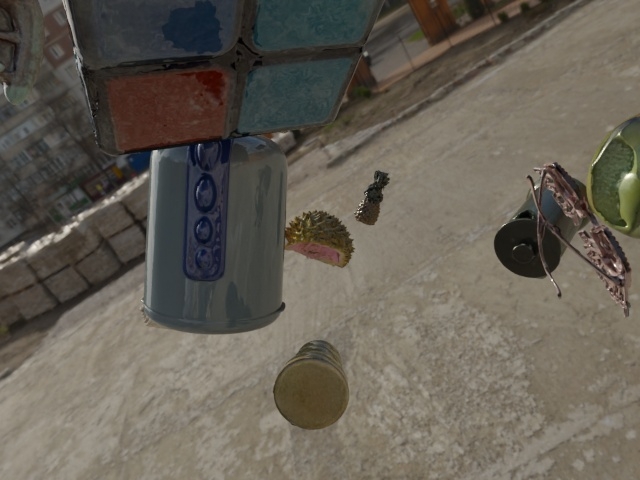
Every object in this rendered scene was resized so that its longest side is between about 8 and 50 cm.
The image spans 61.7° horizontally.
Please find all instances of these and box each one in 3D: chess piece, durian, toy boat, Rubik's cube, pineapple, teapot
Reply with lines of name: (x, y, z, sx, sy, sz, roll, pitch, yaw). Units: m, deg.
chess piece: (-0.008, 0.180, 0.736, 0.094, 0.094, 0.170, -32, 3, 5)
durian: (-0.002, -0.001, 1.347, 0.132, 0.182, 0.165, -64, -6, 31)
toy boat: (-0.556, -0.359, 0.931, 0.085, 0.227, 0.155, 13, 5, 43)
Rubik's cube: (-0.129, -0.320, 0.594, 0.316, 0.313, 0.318, -13, -20, -19)
pineapple: (0.154, -0.125, 1.551, 0.074, 0.074, 0.159, -108, 36, -71)
teapot: (0.642, -0.012, 1.554, 0.200, 0.270, 0.337, 13, 34, 36)

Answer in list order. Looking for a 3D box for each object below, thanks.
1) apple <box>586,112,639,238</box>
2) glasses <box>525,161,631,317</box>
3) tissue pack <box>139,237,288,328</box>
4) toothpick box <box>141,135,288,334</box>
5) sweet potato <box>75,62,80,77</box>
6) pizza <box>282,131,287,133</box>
apple: (0.546, -0.108, 0.884, 0.174, 0.207, 0.188, -82, 19, -56)
glasses: (0.355, -0.002, 0.766, 0.095, 0.255, 0.162, -29, -18, 21)
tissue pack: (-0.233, 0.078, 1.162, 0.325, 0.170, 0.071, -47, 52, 23)
toothpick box: (-0.172, -0.040, 0.893, 0.263, 0.355, 0.263, 4, 9, -1)
sweet potato: (-0.554, -0.387, 1.334, 0.065, 0.218, 0.051, 20, 75, 16)
pizza: (-0.181, -0.380, 1.544, 0.036, 0.176, 0.185, -57, 45, 20)
